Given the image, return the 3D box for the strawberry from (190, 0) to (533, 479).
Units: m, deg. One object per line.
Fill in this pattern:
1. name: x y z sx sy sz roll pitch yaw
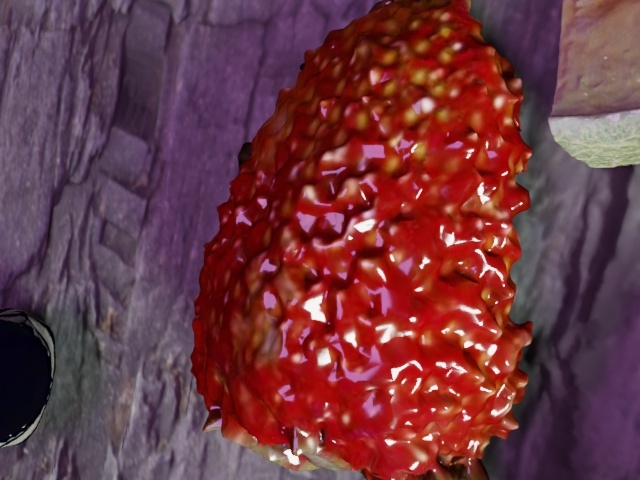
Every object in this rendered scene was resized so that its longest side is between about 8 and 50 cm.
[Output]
1. strawberry: 0.000 0.000 0.527 0.233 0.137 0.306 5 99 39

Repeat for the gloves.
1. gloves: -0.301 0.124 0.795 0.218 0.131 0.140 163 95 -69

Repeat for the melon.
1. melon: 0.202 -0.090 0.424 0.182 0.054 0.098 1 80 38
